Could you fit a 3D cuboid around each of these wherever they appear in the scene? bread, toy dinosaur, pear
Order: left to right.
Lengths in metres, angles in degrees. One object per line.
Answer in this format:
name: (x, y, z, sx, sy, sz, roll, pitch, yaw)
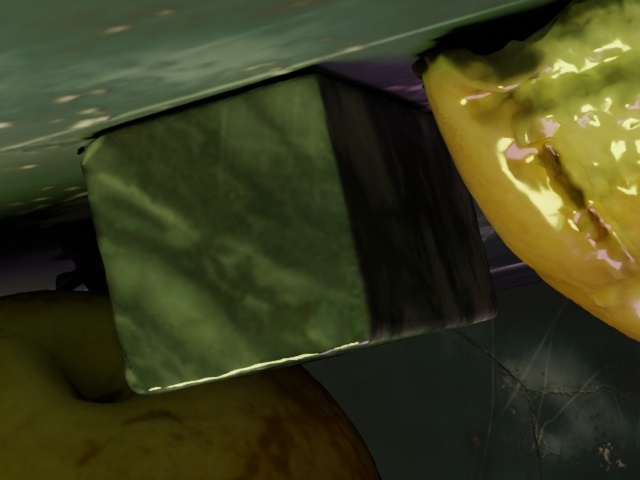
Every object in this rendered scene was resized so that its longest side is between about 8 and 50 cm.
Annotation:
pear: (-0.106, 0.158, 0.600, 0.280, 0.281, 0.281, -13, 175, -1)
toy dinosaur: (-0.088, 0.015, 0.682, 0.080, 0.045, 0.197, 1, 174, -22)
bread: (0.161, -0.017, 0.483, 0.174, 0.133, 0.251, -19, 171, 37)

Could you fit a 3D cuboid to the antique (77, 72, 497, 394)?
antique: (0.000, 0.000, 0.521, 0.088, 0.086, 0.183, -14, 175, 20)
